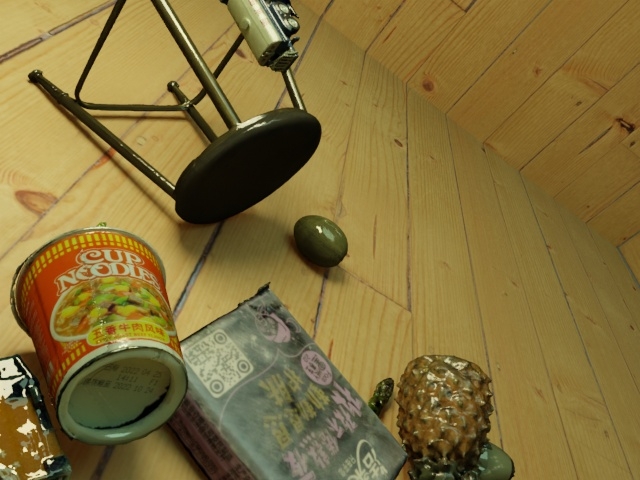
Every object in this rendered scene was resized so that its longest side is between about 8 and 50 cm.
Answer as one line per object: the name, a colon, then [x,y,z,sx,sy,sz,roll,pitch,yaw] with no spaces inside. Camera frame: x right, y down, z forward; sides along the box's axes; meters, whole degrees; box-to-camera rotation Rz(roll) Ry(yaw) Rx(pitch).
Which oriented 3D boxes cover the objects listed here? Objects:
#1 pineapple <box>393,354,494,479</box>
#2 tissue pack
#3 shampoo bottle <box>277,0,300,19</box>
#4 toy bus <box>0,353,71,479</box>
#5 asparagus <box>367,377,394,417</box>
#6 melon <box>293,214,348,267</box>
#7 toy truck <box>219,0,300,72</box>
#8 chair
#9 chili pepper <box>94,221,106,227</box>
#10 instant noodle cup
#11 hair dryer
pineapple: [0.194,0.364,0.862,0.169,0.169,0.340,26,55,-24]
tissue pack: [-0.057,0.262,0.787,0.361,0.122,0.259,49,34,7]
shampoo bottle: [-0.106,-0.465,0.986,0.183,0.050,0.087,55,4,4]
toy bus: [-0.386,0.212,0.470,0.275,0.138,0.167,-4,52,-46]
asparagus: [0.102,0.298,0.992,0.036,0.030,0.165,36,31,10]
melon: [0.000,0.000,1.167,0.130,0.098,0.098,44,32,2]
toy truck: [-0.105,-0.371,0.903,0.088,0.074,0.202,-18,75,-45]
chair: [-0.232,-0.274,1.023,0.362,0.364,0.410,-17,70,-55]
chili pepper: [-0.367,-0.008,0.847,0.017,0.030,0.083,57,35,-11]
instant noodle cup: [-0.246,0.114,0.623,0.193,0.193,0.212,14,19,-37]
hair dryer: [0.236,0.364,1.033,0.219,0.088,0.225,12,30,-34]
